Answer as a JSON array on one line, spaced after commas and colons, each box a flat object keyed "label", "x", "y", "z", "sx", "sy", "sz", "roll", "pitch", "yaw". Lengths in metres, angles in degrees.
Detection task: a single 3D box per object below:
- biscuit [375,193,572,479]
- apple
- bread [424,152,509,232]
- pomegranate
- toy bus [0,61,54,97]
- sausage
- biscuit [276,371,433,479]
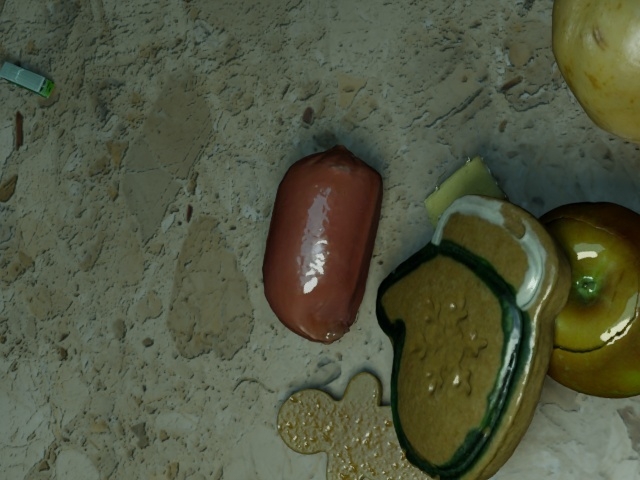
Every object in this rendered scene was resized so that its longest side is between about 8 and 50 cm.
[{"label": "biscuit", "x": 0.154, "y": 0.106, "z": 1.370, "sx": 0.287, "sy": 0.057, "sz": 0.343, "roll": 40, "pitch": 119, "yaw": 51}, {"label": "apple", "x": 0.325, "y": 0.065, "z": 1.344, "sx": 0.237, "sy": 0.207, "sz": 0.237, "roll": -4, "pitch": 77, "yaw": 18}, {"label": "bread", "x": 0.176, "y": -0.050, "z": 1.482, "sx": 0.109, "sy": 0.080, "sz": 0.084, "roll": -28, "pitch": 71, "yaw": 9}, {"label": "pomegranate", "x": 0.412, "y": -0.261, "z": 1.298, "sx": 0.342, "sy": 0.342, "sz": 0.342, "roll": -3, "pitch": 80, "yaw": 18}, {"label": "toy bus", "x": -0.436, "y": -0.238, "z": 1.741, "sx": 0.083, "sy": 0.037, "sz": 0.031, "roll": 23, "pitch": 88, "yaw": 21}, {"label": "sausage", "x": 0.000, "y": 0.000, "z": 1.500, "sx": 0.148, "sy": 0.148, "sz": 0.254, "roll": 15, "pitch": 86, "yaw": 20}, {"label": "biscuit", "x": 0.059, "y": 0.250, "z": 1.492, "sx": 0.240, "sy": 0.035, "sz": 0.158, "roll": 14, "pitch": 82, "yaw": 20}]
